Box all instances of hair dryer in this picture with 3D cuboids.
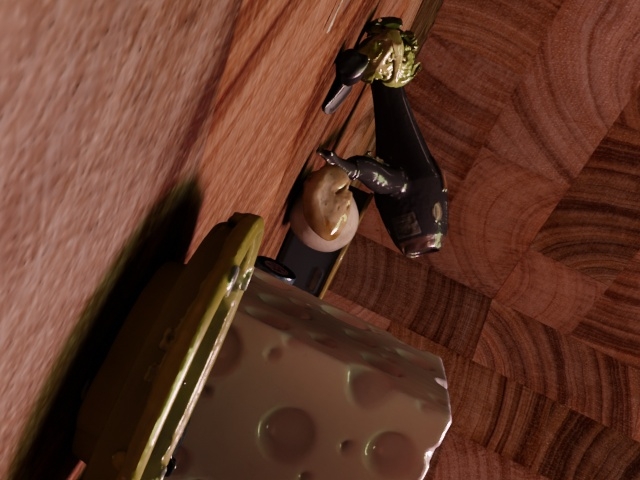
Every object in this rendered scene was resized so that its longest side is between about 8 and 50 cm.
[{"bbox_3d":[0.080,-0.134,1.433,0.359,0.120,0.304,9,69,-64],"label":"hair dryer"}]

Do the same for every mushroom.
[{"bbox_3d":[0.007,-0.037,1.294,0.097,0.088,0.212,-49,171,-8],"label":"mushroom"}]

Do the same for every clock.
[{"bbox_3d":[-0.102,0.083,0.607,0.237,0.057,0.237,25,90,-89],"label":"clock"}]

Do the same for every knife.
[{"bbox_3d":[0.022,-0.168,1.110,0.060,0.028,0.230,-52,180,-1],"label":"knife"}]

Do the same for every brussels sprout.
[{"bbox_3d":[0.078,-0.223,1.143,0.058,0.085,0.085,107,8,-58],"label":"brussels sprout"}]

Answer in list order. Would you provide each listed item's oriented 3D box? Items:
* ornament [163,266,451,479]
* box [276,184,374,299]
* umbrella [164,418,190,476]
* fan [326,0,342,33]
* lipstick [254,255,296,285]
[{"bbox_3d":[-0.036,0.187,0.925,0.240,0.239,0.239,-64,177,6],"label":"ornament"},{"bbox_3d":[0.000,0.000,1.540,0.201,0.090,0.144,-62,177,-53],"label":"box"},{"bbox_3d":[-0.141,0.181,0.725,0.224,0.080,0.071,-70,146,-43],"label":"umbrella"},{"bbox_3d":[0.074,-0.309,0.805,0.182,0.010,0.310,-45,160,-84],"label":"fan"},{"bbox_3d":[-0.102,0.131,1.168,0.234,0.053,0.053,-63,178,14],"label":"lipstick"}]
